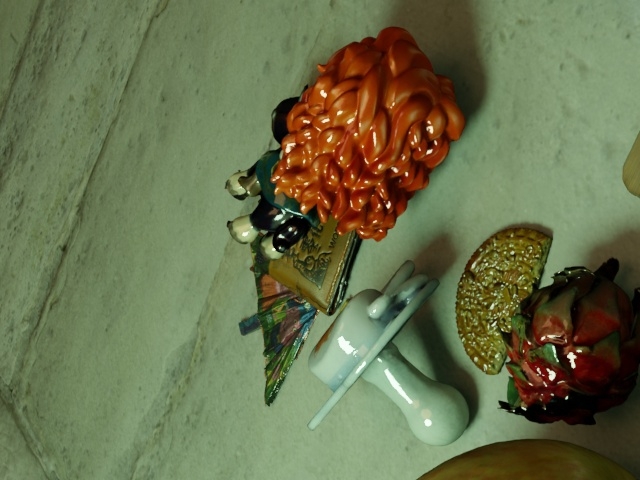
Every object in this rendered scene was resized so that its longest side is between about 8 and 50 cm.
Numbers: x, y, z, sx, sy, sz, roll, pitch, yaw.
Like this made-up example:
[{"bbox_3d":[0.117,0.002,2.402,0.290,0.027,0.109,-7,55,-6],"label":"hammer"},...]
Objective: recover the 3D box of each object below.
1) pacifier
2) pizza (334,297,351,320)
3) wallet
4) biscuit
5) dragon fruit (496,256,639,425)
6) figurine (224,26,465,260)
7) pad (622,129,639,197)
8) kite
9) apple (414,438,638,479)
[{"bbox_3d":[0.112,0.182,1.577,0.233,0.244,0.299,45,140,8],"label":"pacifier"},{"bbox_3d":[0.049,0.155,1.746,0.108,0.026,0.123,17,95,46],"label":"pizza"},{"bbox_3d":[-0.003,-0.001,1.814,0.161,0.042,0.195,31,103,47],"label":"wallet"},{"bbox_3d":[0.233,0.070,1.553,0.126,0.025,0.206,33,107,47],"label":"biscuit"},{"bbox_3d":[0.300,0.125,1.363,0.182,0.182,0.188,14,112,49],"label":"dragon fruit"},{"bbox_3d":[0.016,-0.130,1.681,0.412,0.241,0.306,-18,35,56],"label":"figurine"},{"bbox_3d":[0.499,-0.137,1.294,0.284,0.018,0.286,36,110,46],"label":"pad"},{"bbox_3d":[-0.066,0.103,1.892,0.234,0.016,0.321,-27,64,43],"label":"kite"},{"bbox_3d":[0.225,0.407,1.243,0.346,0.391,0.391,-45,52,24],"label":"apple"}]
